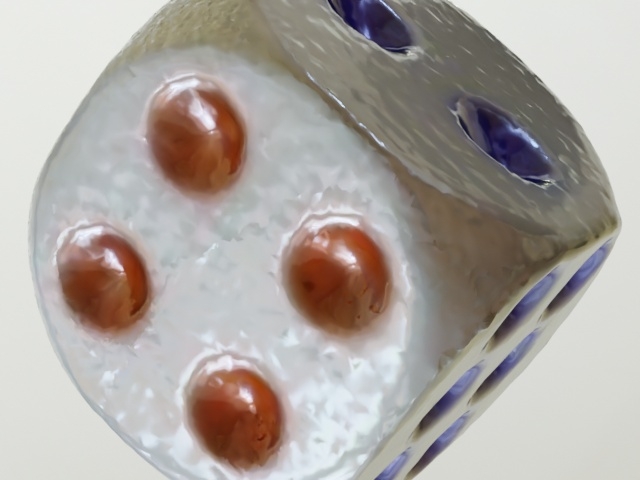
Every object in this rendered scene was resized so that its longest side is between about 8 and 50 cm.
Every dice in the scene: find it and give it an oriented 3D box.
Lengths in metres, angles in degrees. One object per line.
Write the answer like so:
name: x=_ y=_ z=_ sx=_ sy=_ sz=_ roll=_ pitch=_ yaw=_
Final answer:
dice: x=0.000 y=0.000 z=1.104 sx=0.251 sy=0.243 sz=0.259 roll=44 pitch=-60 yaw=12
